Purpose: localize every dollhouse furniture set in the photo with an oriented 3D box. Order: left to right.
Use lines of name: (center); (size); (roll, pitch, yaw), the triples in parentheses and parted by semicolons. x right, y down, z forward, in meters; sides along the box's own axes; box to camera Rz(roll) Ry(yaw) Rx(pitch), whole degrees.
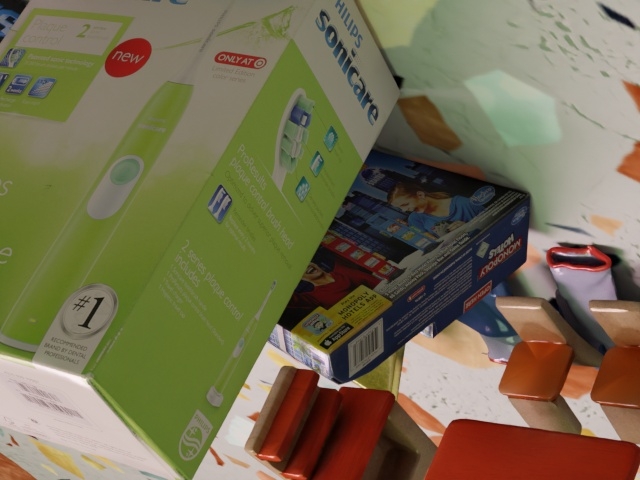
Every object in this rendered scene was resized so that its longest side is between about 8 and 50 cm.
dollhouse furniture set: (0.089, 0.155, 0.960); (0.259, 0.262, 0.135); (1, 147, 44)

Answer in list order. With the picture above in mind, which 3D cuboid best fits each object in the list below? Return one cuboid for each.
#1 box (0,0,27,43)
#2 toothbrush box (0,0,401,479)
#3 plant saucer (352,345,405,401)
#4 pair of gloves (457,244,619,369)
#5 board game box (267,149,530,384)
box: (-0.233, -0.082, 1.143); (0.295, 0.073, 0.293); (28, 155, 3)
toothbrush box: (-0.113, -0.029, 0.855); (0.206, 0.283, 0.122); (12, 150, 33)
plant saucer: (-0.004, 0.028, 1.114); (0.188, 0.045, 0.188); (32, 157, 15)
pair of gloves: (0.154, 0.048, 1.038); (0.198, 0.023, 0.159); (8, 147, 37)
board game box: (0.000, 0.000, 0.949); (0.194, 0.194, 0.060); (29, 138, 34)
